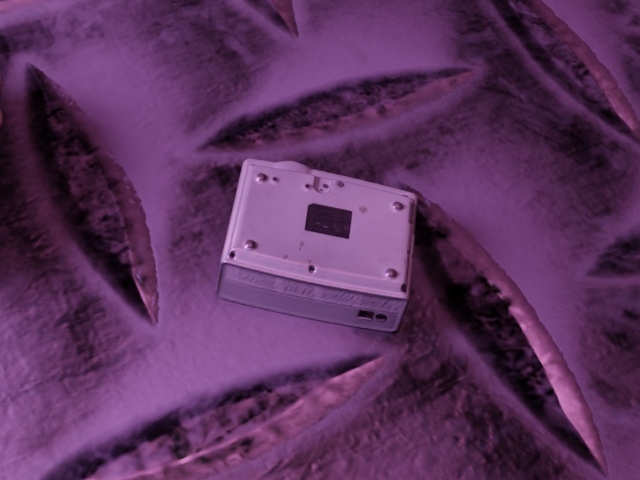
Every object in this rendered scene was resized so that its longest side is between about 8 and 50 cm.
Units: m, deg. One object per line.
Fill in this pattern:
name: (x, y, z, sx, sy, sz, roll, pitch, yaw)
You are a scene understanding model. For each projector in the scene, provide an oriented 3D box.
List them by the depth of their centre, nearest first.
projector: (0.000, 0.000, 0.858, 0.147, 0.061, 0.115, 12, 50, -4)

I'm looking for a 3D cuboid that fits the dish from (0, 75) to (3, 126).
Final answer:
dish: (-0.339, -0.064, 0.818, 0.213, 0.090, 0.213, 4, 51, -5)
